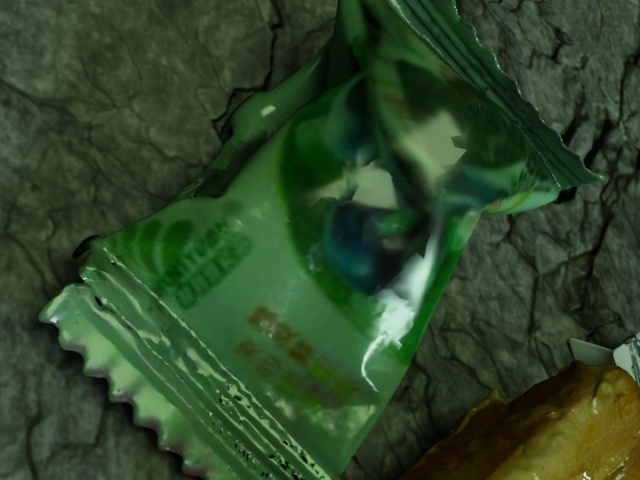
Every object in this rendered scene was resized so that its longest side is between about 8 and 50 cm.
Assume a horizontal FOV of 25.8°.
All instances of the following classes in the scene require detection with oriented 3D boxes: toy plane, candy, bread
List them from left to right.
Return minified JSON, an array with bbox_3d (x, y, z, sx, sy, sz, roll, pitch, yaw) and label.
[{"bbox_3d":[0.002,0.000,1.046,0.263,0.172,0.398,42,69,-6],"label":"candy"},{"bbox_3d":[0.123,0.239,1.033,0.344,0.149,0.195,-31,100,-35],"label":"bread"},{"bbox_3d":[0.298,0.176,1.200,0.160,0.082,0.234,-19,82,-61],"label":"toy plane"}]
